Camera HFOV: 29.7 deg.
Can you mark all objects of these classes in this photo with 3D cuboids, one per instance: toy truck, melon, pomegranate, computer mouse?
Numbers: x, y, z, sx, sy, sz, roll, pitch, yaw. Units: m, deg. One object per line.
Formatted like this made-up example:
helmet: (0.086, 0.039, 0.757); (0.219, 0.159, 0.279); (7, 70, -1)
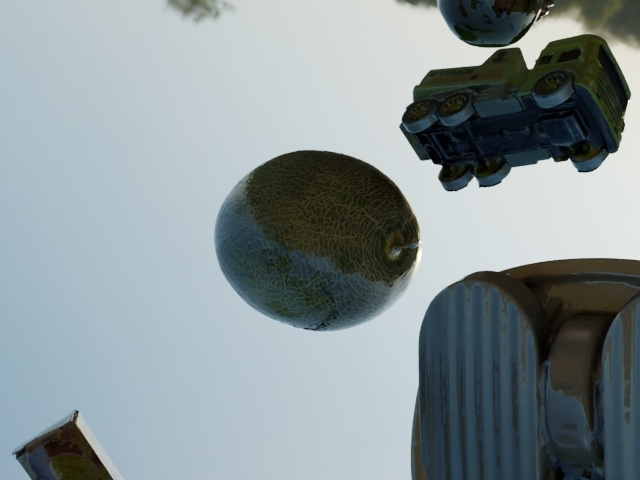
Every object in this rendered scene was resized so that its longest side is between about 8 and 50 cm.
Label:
toy truck: (0.144, -0.102, 0.887); (0.169, 0.100, 0.077); (-8, 131, 40)
melon: (0.000, 0.000, 0.916); (0.139, 0.139, 0.192); (6, 179, -45)
pomegranate: (0.119, -0.158, 0.785); (0.084, 0.073, 0.073); (13, -160, -11)
computer mouse: (0.108, 0.118, 0.435); (0.145, 0.237, 0.082); (3, -154, 31)

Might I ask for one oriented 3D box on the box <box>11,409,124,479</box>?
box: (-0.134, 0.215, 0.837); (0.207, 0.050, 0.041); (58, 178, -9)
